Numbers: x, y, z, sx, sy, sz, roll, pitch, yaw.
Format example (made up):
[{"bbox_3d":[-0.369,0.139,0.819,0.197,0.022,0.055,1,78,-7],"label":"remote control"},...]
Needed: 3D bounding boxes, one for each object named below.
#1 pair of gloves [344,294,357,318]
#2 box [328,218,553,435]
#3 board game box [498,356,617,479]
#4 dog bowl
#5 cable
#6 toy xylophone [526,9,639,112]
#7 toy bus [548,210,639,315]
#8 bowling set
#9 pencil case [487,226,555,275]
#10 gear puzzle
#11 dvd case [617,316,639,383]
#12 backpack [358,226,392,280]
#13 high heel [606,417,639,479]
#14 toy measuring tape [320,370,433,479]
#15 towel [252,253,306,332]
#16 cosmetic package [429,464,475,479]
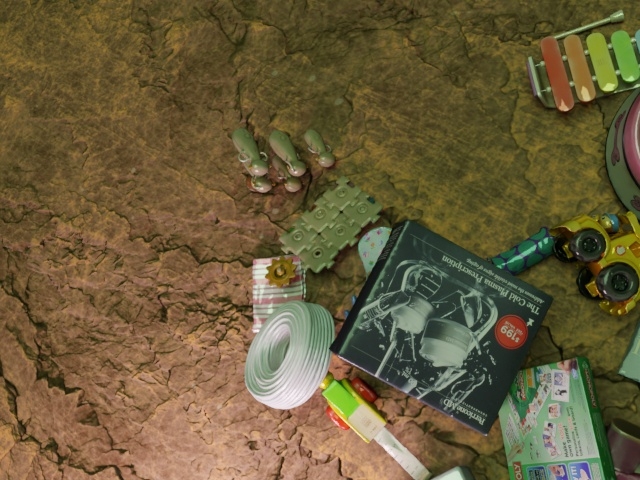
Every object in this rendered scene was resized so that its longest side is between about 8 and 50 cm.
[{"bbox_3d":[0.158,0.179,1.539,0.198,0.159,0.023,-11,25,1],"label":"pair of gloves"},{"bbox_3d":[0.243,0.176,1.405,0.343,0.179,0.312,28,84,-2],"label":"box"},{"bbox_3d":[0.466,0.410,1.344,0.213,0.046,0.317,-28,61,47],"label":"board game box"},{"bbox_3d":[0.811,-0.201,1.383,0.408,0.150,0.407,-3,80,16],"label":"dog bowl"},{"bbox_3d":[-0.073,0.259,1.556,0.257,0.089,0.257,2,69,59],"label":"cable"},{"bbox_3d":[0.645,-0.430,1.586,0.323,0.081,0.236,-20,67,13],"label":"toy xylophone"},{"bbox_3d":[0.620,0.013,1.397,0.211,0.149,0.220,-36,87,1],"label":"toy bus"},{"bbox_3d":[-0.108,-0.175,1.753,0.154,0.287,0.200,59,141,32],"label":"bowling set"},{"bbox_3d":[0.456,0.031,1.517,0.152,0.064,0.070,-31,31,8],"label":"pencil case"},{"bbox_3d":[0.000,0.000,1.686,0.339,0.044,0.175,-45,56,-7],"label":"gear puzzle"},{"bbox_3d":[0.734,0.207,1.384,0.165,0.018,0.221,22,82,25],"label":"dvd case"},{"bbox_3d":[0.168,0.055,1.588,0.152,0.115,0.182,-27,63,13],"label":"backpack"},{"bbox_3d":[0.692,0.498,1.283,0.377,0.127,0.181,28,113,21],"label":"high heel"},{"bbox_3d":[0.117,0.411,1.519,0.330,0.121,0.121,43,91,4],"label":"toy measuring tape"},{"bbox_3d":[-0.108,0.134,1.711,0.144,0.029,0.197,-8,71,19],"label":"towel"},{"bbox_3d":[0.290,0.700,1.309,0.230,0.161,0.453,-30,66,9],"label":"cosmetic package"}]
